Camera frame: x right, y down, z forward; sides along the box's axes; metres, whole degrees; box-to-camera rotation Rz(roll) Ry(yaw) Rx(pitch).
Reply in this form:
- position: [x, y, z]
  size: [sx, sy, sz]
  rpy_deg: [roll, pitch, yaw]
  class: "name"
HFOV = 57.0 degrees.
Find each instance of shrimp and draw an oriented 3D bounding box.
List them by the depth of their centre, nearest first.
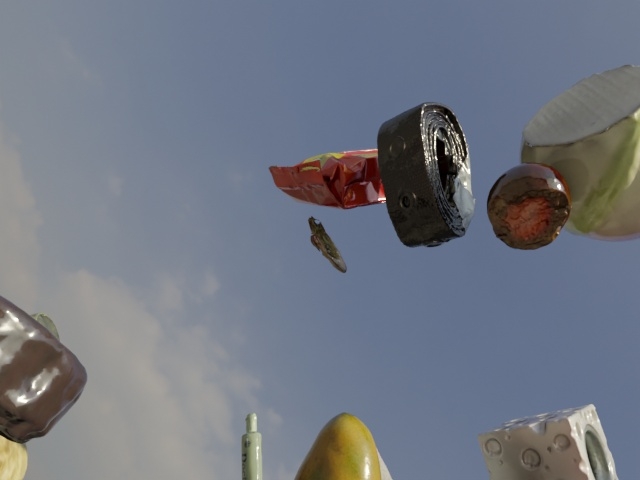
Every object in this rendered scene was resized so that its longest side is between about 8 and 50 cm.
- position: [-0.001, 0.001, 1.317]
  size: [0.034, 0.124, 0.178]
  rpy_deg: [-37, -119, 12]
  class: "shrimp"

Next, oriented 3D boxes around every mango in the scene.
- position: [0.021, 0.293, 0.697]
  size: [0.111, 0.089, 0.163]
  rpy_deg: [18, -101, 40]
  class: "mango"

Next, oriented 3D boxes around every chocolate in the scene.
- position: [0.324, -0.060, 0.901]
  size: [0.133, 0.124, 0.127]
  rpy_deg: [130, -49, -56]
  class: "chocolate"

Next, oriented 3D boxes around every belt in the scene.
- position: [0.207, -0.128, 1.206]
  size: [0.164, 0.184, 0.289]
  rpy_deg: [-17, -108, 42]
  class: "belt"

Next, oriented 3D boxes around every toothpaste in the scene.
- position: [-0.122, 0.441, 1.061]
  size: [0.067, 0.037, 0.255]
  rpy_deg: [-40, -135, 45]
  class: "toothpaste"

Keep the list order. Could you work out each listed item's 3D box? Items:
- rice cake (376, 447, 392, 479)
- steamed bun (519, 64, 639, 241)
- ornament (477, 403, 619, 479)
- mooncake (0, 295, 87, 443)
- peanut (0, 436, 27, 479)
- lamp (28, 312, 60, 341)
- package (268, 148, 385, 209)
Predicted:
- position: [0.159, 0.585, 1.194]
  size: [0.056, 0.073, 0.364]
  rpy_deg: [-34, -104, 19]
  class: "rice cake"
- position: [0.511, -0.119, 1.011]
  size: [0.309, 0.309, 0.309]
  rpy_deg: [23, -55, 37]
  class: "steamed bun"
- position: [0.574, 0.560, 1.458]
  size: [0.240, 0.239, 0.239]
  rpy_deg: [-25, -110, 34]
  class: "ornament"
- position: [-0.473, 0.173, 0.811]
  size: [0.283, 0.141, 0.283]
  rpy_deg: [21, -34, 15]
  class: "mooncake"
- position: [-0.653, 0.391, 1.070]
  size: [0.110, 0.233, 0.196]
  rpy_deg: [-35, -120, 32]
  class: "peanut"
- position: [-0.588, 0.205, 1.058]
  size: [0.121, 0.215, 0.121]
  rpy_deg: [157, -90, -89]
  class: "lamp"
- position: [0.103, -0.155, 1.407]
  size: [0.196, 0.424, 0.123]
  rpy_deg: [9, -73, 52]
  class: "package"
